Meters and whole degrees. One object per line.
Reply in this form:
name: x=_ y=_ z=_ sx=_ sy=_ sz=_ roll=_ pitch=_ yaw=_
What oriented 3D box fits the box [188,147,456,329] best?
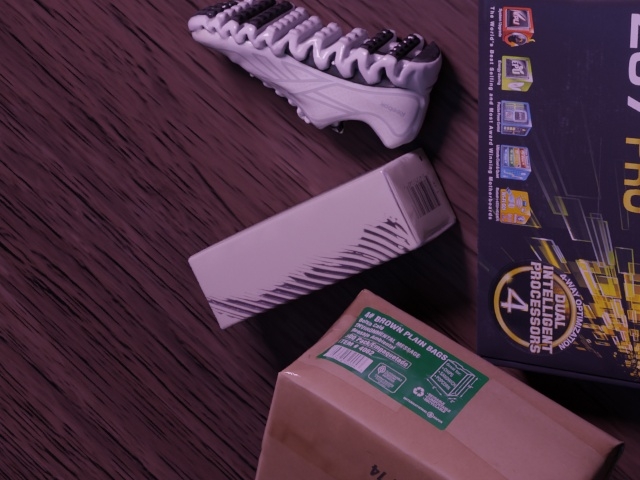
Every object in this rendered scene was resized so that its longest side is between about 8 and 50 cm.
box: x=0.000 y=0.000 z=1.617 sx=0.275 sy=0.113 sz=0.094 roll=-24 pitch=93 yaw=33

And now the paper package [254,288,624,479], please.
paper package: x=0.109 y=0.265 z=1.557 sx=0.325 sy=0.168 sz=0.309 roll=31 pitch=134 yaw=19

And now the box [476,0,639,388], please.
box: x=0.311 y=-0.053 z=1.439 sx=0.318 sy=0.097 sz=0.395 roll=8 pitch=109 yaw=25

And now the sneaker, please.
sneaker: x=-0.016 y=-0.180 z=1.584 sx=0.292 sy=0.110 sz=0.118 roll=20 pitch=122 yaw=23
